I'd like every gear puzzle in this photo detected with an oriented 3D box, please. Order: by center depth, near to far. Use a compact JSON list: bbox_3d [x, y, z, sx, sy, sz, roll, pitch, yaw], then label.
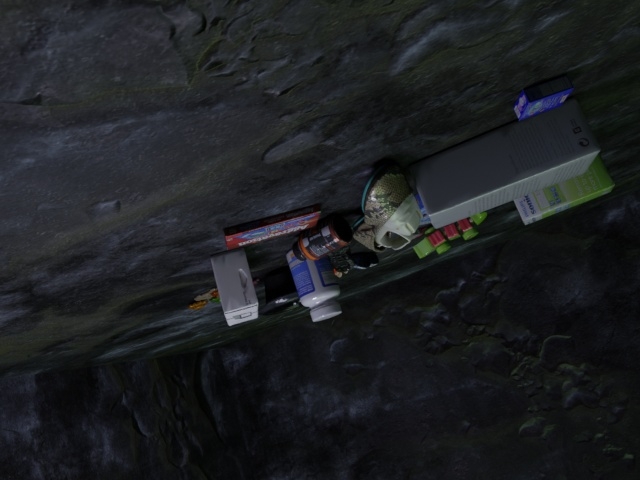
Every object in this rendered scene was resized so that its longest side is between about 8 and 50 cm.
[{"bbox_3d":[-0.425,0.234,2.203,0.339,0.044,0.175,-25,165,25],"label":"gear puzzle"}]

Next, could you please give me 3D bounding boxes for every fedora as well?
[{"bbox_3d":[-0.140,0.204,2.227,0.334,0.152,0.334,-18,168,-4],"label":"fedora"}]

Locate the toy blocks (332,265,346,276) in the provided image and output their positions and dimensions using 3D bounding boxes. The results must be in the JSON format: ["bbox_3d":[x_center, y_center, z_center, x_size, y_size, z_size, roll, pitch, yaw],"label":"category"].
[{"bbox_3d":[0.039,0.151,2.462,0.148,0.054,0.123,-11,165,-27],"label":"toy blocks"}]

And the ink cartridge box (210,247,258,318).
[{"bbox_3d":[-0.286,0.162,1.779,0.115,0.198,0.273,-15,165,-11],"label":"ink cartridge box"}]

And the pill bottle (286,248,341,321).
[{"bbox_3d":[-0.017,0.152,1.934,0.153,0.271,0.152,-17,166,-4],"label":"pill bottle"}]

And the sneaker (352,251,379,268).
[{"bbox_3d":[0.186,0.104,2.414,0.081,0.080,0.211,-31,160,32],"label":"sneaker"}]

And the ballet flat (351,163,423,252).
[{"bbox_3d":[0.204,-0.068,1.548,0.164,0.182,0.483,-46,171,-14],"label":"ballet flat"}]

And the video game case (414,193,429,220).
[{"bbox_3d":[0.408,-0.129,1.844,0.245,0.061,0.269,-11,164,-32],"label":"video game case"}]

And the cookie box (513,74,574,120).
[{"bbox_3d":[0.518,-0.332,1.232,0.107,0.040,0.092,-19,166,1],"label":"cookie box"}]

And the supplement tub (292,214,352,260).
[{"bbox_3d":[0.000,0.000,1.716,0.198,0.105,0.106,-28,163,33],"label":"supplement tub"}]

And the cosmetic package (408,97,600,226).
[{"bbox_3d":[0.498,-0.198,1.473,0.454,0.161,0.230,-22,166,13],"label":"cosmetic package"}]

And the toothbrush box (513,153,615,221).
[{"bbox_3d":[0.755,-0.201,1.705,0.283,0.206,0.122,-23,166,21],"label":"toothbrush box"}]

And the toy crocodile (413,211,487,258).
[{"bbox_3d":[0.552,-0.034,2.252,0.341,0.115,0.105,-30,163,16],"label":"toy crocodile"}]

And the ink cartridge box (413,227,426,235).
[{"bbox_3d":[0.411,-0.028,2.303,0.115,0.029,0.063,-8,162,-36],"label":"ink cartridge box"}]

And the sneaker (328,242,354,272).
[{"bbox_3d":[0.056,0.013,1.881,0.101,0.106,0.267,-13,146,0],"label":"sneaker"}]

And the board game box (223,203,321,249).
[{"bbox_3d":[-0.142,-0.037,1.554,0.282,0.027,0.145,-16,167,-11],"label":"board game box"}]
